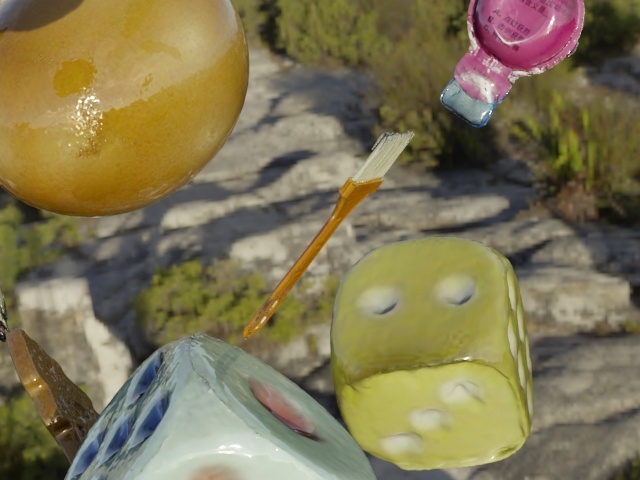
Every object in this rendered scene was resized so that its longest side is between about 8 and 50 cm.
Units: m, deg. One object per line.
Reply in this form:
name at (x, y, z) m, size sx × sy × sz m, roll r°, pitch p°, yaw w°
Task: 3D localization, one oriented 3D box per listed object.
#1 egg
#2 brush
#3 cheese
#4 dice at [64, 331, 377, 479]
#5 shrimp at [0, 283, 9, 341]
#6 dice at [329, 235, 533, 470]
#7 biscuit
egg at (-0.231, -0.176, 1.313) m, size 0.282 × 0.282 × 0.351 m, roll 7°, pitch 36°, yaw 31°
brush at (0.000, 0.000, 1.355) m, size 0.017 × 0.314 × 0.090 m, roll 44°, pitch 21°, yaw 15°
cheese at (0.148, -0.157, 0.925) m, size 0.095 × 0.145 × 0.038 m, roll 39°, pitch 12°, yaw 21°
dice at (-0.115, 0.282, 1.300) m, size 0.262 × 0.268 × 0.264 m, roll -52°, pitch 19°, yaw 8°
shrimp at (-0.618, 0.148, 2.016) m, size 0.233 × 0.365 × 0.071 m, roll -20°, pitch 4°, yaw 21°
dice at (0.152, 0.149, 1.576) m, size 0.233 × 0.238 × 0.227 m, roll -6°, pitch 44°, yaw 16°
biscuit at (-0.365, 0.256, 1.734) m, size 0.043 × 0.301 × 0.278 m, roll -37°, pitch -5°, yaw -2°
